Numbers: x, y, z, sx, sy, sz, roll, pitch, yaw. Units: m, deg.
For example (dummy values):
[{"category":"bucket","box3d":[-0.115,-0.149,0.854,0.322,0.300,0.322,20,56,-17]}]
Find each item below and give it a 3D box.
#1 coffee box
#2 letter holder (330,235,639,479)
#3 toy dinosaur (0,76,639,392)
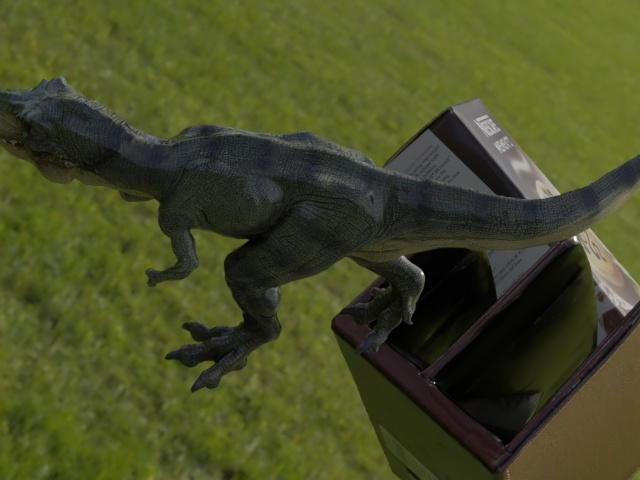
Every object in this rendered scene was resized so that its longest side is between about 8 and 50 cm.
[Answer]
[{"category":"coffee box","box3d":[0.181,0.023,1.376,0.297,0.119,0.168,50,17,3]},{"category":"letter holder","box3d":[0.156,0.093,1.110,0.152,0.214,0.302,41,-13,26]},{"category":"toy dinosaur","box3d":[0.000,0.000,0.602,0.268,0.118,0.064,4,43,-11]}]
